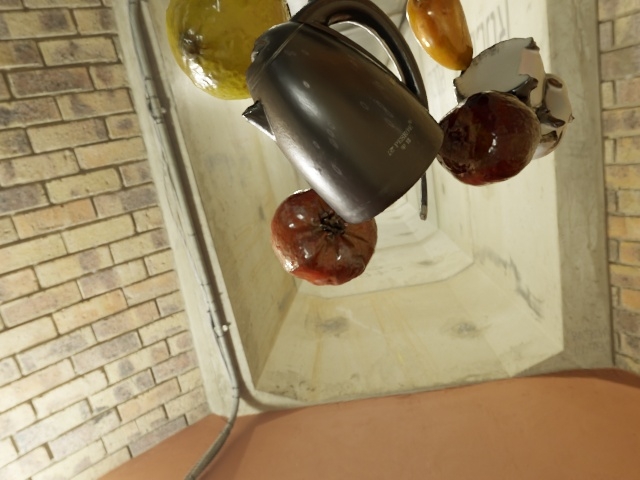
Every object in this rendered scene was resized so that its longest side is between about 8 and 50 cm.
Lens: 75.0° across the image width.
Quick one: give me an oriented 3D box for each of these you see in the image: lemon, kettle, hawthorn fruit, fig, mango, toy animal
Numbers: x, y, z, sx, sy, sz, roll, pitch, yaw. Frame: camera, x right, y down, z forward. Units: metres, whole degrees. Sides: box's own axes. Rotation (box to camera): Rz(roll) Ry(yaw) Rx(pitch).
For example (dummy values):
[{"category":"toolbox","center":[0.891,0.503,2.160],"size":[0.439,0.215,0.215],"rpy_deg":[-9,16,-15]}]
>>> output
[{"category":"lemon","center":[-0.252,-0.566,1.154],"size":[0.349,0.350,0.387],"rpy_deg":[-4,-144,30]},{"category":"kettle","center":[0.036,-0.218,0.636],"size":[0.268,0.290,0.207],"rpy_deg":[-49,-164,-6]},{"category":"hawthorn fruit","center":[0.000,0.000,0.969],"size":[0.241,0.242,0.272],"rpy_deg":[-17,170,-17]},{"category":"fig","center":[0.371,-0.228,0.844],"size":[0.290,0.191,0.190],"rpy_deg":[-32,-160,-20]},{"category":"mango","center":[0.283,-0.483,0.954],"size":[0.112,0.219,0.145],"rpy_deg":[-21,-148,43]},{"category":"toy animal","center":[0.514,-0.344,1.087],"size":[0.250,0.310,0.251],"rpy_deg":[-29,-137,31]}]

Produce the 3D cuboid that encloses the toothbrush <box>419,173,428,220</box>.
[{"category":"toothbrush","center":[0.229,-0.137,0.922],"size":[0.026,0.024,0.288],"rpy_deg":[-12,-143,23]}]
